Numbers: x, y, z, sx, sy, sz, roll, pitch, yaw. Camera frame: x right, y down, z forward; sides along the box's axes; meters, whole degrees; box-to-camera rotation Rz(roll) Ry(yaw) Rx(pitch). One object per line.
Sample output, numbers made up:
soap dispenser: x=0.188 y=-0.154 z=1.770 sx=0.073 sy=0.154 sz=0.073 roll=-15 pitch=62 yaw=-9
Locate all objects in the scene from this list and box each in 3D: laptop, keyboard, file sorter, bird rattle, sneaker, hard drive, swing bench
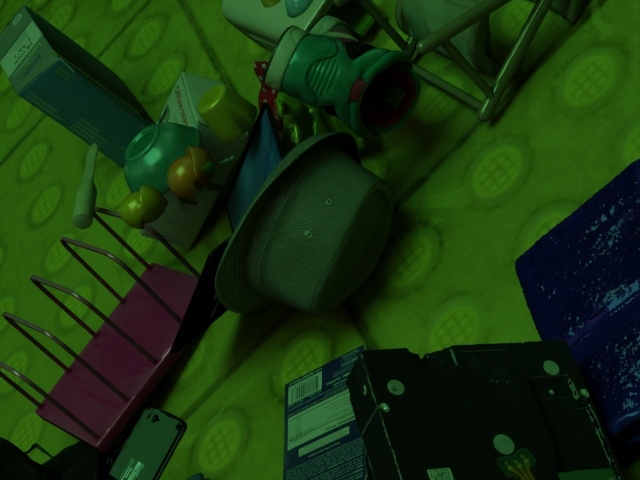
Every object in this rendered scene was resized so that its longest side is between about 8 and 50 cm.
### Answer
laptop: x=-0.135 y=-0.018 z=1.987 sx=0.264 sy=0.136 sz=0.234 roll=-40 pitch=-16 yaw=-38
keyboard: x=-0.261 y=0.323 z=2.042 sx=0.100 sy=0.038 sz=0.192 roll=24 pitch=78 yaw=31
file sorter: x=-0.326 y=0.115 z=2.109 sx=0.202 sy=0.182 sz=0.291 roll=14 pitch=62 yaw=53
bird rattle: x=-0.059 y=-0.151 z=2.096 sx=0.253 sy=0.143 sz=0.207 roll=40 pitch=110 yaw=58
sneaker: x=0.049 y=-0.219 z=1.939 sx=0.124 sy=0.178 sz=0.295 roll=-66 pitch=-8 yaw=18
hard drive: x=0.178 y=0.250 z=1.375 sx=0.064 sy=0.236 sz=0.339 roll=113 pitch=147 yaw=-46
swing bench: x=0.198 y=-0.331 z=1.946 sx=0.255 sy=0.165 sz=0.253 roll=-48 pitch=35 yaw=-1

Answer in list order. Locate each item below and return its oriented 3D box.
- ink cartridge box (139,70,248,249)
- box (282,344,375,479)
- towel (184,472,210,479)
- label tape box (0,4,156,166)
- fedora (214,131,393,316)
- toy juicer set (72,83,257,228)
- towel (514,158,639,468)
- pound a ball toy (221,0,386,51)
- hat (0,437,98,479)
ink cartridge box: x=-0.204 y=-0.123 z=2.230 sx=0.218 sy=0.092 sz=0.159 roll=-58 pitch=31 yaw=26
box: x=0.013 y=0.249 z=1.773 sx=0.136 sy=0.036 sz=0.225 roll=-29 pitch=41 yaw=31
towel: x=-0.168 y=0.364 z=1.891 sx=0.067 sy=0.029 sz=0.119 roll=-30 pitch=43 yaw=30
label tape box: x=-0.409 y=-0.244 z=2.491 sx=0.106 sy=0.240 sz=0.334 roll=-49 pitch=35 yaw=6
fedora: x=0.000 y=0.000 z=1.882 sx=0.124 sy=0.244 sz=0.275 roll=29 pitch=78 yaw=26
toy juicer set: x=-0.236 y=-0.084 z=2.061 sx=0.329 sy=0.089 sz=0.209 roll=-18 pitch=41 yaw=39
towel: x=0.325 y=0.065 z=1.536 sx=0.227 sy=0.076 sz=0.308 roll=-38 pitch=38 yaw=20
pound a ball toy: x=-0.028 y=-0.395 z=2.275 sx=0.208 sy=0.135 sz=0.319 roll=-55 pitch=36 yaw=-1
hat: x=-0.456 y=0.359 z=2.048 sx=0.331 sy=0.134 sz=0.331 roll=-36 pitch=17 yaw=13
